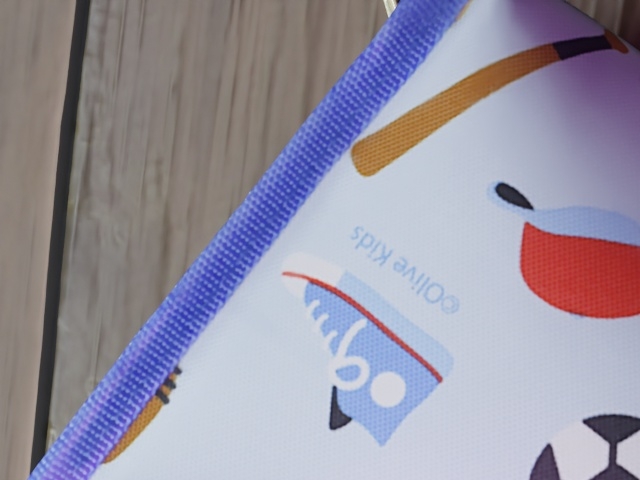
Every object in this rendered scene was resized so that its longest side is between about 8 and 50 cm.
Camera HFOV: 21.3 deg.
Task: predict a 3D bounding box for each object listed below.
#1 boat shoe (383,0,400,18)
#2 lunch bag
[{"bbox_3d":[0.063,-0.068,0.718,0.056,0.048,0.153,-21,88,23],"label":"boat shoe"},{"bbox_3d":[0.055,0.156,0.540,0.328,0.239,0.385,38,85,10],"label":"lunch bag"}]
